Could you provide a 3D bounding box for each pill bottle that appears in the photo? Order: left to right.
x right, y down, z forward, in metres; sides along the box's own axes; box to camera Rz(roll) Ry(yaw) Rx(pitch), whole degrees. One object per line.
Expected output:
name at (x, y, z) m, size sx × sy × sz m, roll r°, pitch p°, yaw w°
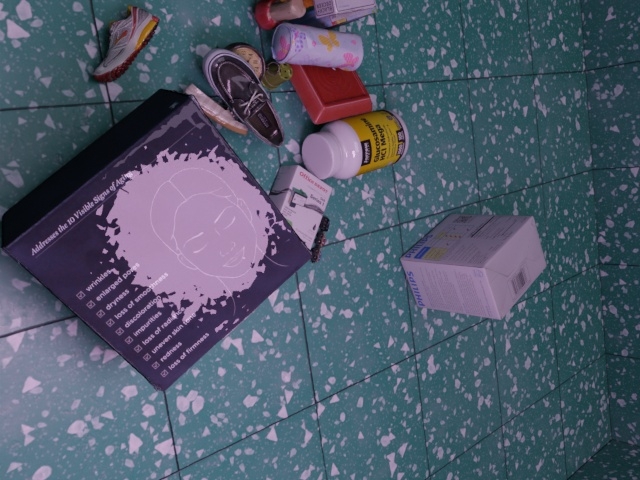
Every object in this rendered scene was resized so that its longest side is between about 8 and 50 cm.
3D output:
pill bottle at (0.110, -0.300, 1.987) m, size 0.334 × 0.188 × 0.187 m, roll -22°, pitch 106°, yaw -38°

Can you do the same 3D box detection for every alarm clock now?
alarm clock at (-0.207, -0.489, 1.762) m, size 0.192 × 0.064 × 0.129 m, roll -2°, pitch 117°, yaw -23°

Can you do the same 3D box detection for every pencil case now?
pencil case at (-0.007, -0.562, 1.826) m, size 0.273 × 0.124 × 0.113 m, roll -4°, pitch 84°, yaw -35°

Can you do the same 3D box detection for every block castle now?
block castle at (-0.043, -0.840, 1.827) m, size 0.453 × 0.213 × 0.303 m, roll -39°, pitch 121°, yaw -30°

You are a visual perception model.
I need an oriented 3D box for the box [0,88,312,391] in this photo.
box at (-0.365, -0.010, 1.436) m, size 0.480 × 0.297 × 0.471 m, roll -42°, pitch 121°, yaw -10°

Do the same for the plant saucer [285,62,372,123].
plant saucer at (0.028, -0.500, 1.934) m, size 0.259 × 0.048 × 0.258 m, roll -21°, pitch 80°, yaw -39°

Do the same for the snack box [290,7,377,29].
snack box at (0.041, -0.691, 1.922) m, size 0.207 × 0.175 × 0.070 m, roll -32°, pitch 110°, yaw -35°

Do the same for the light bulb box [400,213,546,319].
light bulb box at (0.556, 0.081, 2.272) m, size 0.358 × 0.361 × 0.225 m, roll -37°, pitch 116°, yaw -34°

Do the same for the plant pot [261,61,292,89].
plant pot at (-0.126, -0.494, 1.848) m, size 0.083 × 0.079 × 0.083 m, roll -2°, pitch 93°, yaw -40°

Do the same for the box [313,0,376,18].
box at (0.046, -0.773, 1.716) m, size 0.169 × 0.087 × 0.289 m, roll -27°, pitch 114°, yaw -36°

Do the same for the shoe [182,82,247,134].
shoe at (-0.282, -0.356, 1.715) m, size 0.219 × 0.076 × 0.058 m, roll 26°, pitch 97°, yaw -36°

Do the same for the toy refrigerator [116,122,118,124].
toy refrigerator at (-0.431, -0.170, 1.587) m, size 0.269 × 0.094 × 0.102 m, roll 49°, pitch 61°, yaw -31°

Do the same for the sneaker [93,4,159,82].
sneaker at (-0.494, -0.483, 1.542) m, size 0.093 × 0.088 × 0.225 m, roll 34°, pitch 69°, yaw -15°

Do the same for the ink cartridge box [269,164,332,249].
ink cartridge box at (-0.076, -0.099, 1.897) m, size 0.160 × 0.093 × 0.219 m, roll 30°, pitch 73°, yaw -38°

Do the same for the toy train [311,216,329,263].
toy train at (0.000, 0.000, 2.011) m, size 0.036 × 0.027 × 0.158 m, roll 30°, pitch 72°, yaw -49°

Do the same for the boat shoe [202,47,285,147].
boat shoe at (-0.189, -0.387, 1.715) m, size 0.121 × 0.119 × 0.335 m, roll -43°, pitch 136°, yaw 2°
